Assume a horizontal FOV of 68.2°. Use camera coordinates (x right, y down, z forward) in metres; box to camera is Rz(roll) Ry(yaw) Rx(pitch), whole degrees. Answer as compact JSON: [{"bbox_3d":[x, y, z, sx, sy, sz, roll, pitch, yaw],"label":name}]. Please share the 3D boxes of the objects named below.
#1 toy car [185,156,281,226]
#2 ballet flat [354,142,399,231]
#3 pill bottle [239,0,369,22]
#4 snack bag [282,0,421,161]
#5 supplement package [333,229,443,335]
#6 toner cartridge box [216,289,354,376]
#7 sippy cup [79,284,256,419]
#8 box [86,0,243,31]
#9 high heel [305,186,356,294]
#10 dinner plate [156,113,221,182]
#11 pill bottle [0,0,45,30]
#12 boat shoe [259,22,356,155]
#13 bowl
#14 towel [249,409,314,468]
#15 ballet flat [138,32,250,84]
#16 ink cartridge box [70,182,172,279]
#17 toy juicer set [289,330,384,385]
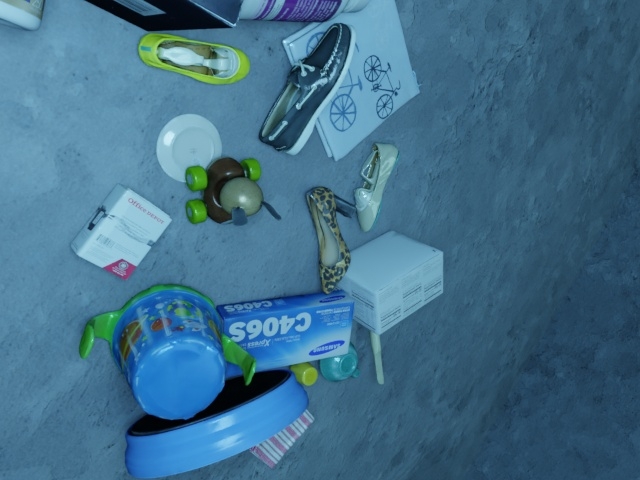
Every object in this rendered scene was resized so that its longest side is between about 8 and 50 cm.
[{"bbox_3d":[-0.166,-0.075,0.968,0.155,0.188,0.148,-16,129,-35],"label":"toy car"},{"bbox_3d":[0.134,-0.149,1.280,0.086,0.086,0.248,17,93,-43],"label":"ballet flat"},{"bbox_3d":[-0.043,-0.512,0.909,0.302,0.169,0.169,-16,118,-35],"label":"pill bottle"},{"bbox_3d":[0.094,-0.418,1.154,0.343,0.037,0.323,-42,130,-18],"label":"snack bag"},{"bbox_3d":[0.184,0.108,1.338,0.262,0.204,0.145,-26,124,-30],"label":"supplement package"},{"bbox_3d":[-0.088,0.231,1.207,0.348,0.075,0.165,-5,113,-26],"label":"toner cartridge box"},{"bbox_3d":[-0.292,0.229,0.942,0.306,0.224,0.239,-19,110,-20],"label":"sippy cup"},{"bbox_3d":[-0.220,-0.482,0.653,0.179,0.343,0.312,15,98,-42],"label":"box"},{"bbox_3d":[0.000,0.000,1.205,0.186,0.093,0.260,22,77,-49],"label":"high heel"},{"bbox_3d":[-0.264,-0.186,0.967,0.141,0.017,0.141,-18,120,-33],"label":"dinner plate"},{"bbox_3d":[-0.433,-0.435,0.623,0.153,0.153,0.264,8,103,-42],"label":"pill bottle"},{"bbox_3d":[-0.032,-0.324,1.001,0.091,0.114,0.302,16,113,-33],"label":"boat shoe"},{"bbox_3d":[-0.221,0.373,1.015,0.392,0.391,0.077,-15,86,-35],"label":"bowl"},{"bbox_3d":[-0.110,0.577,1.413,0.197,0.029,0.144,-44,131,-17],"label":"towel"},{"bbox_3d":[-0.222,-0.340,0.893,0.231,0.077,0.077,-5,110,-39],"label":"ballet flat"},{"bbox_3d":[-0.380,-0.017,0.907,0.150,0.063,0.109,-55,133,-8],"label":"ink cartridge box"},{"bbox_3d":[0.066,0.326,1.422,0.329,0.090,0.209,10,88,-34],"label":"toy juicer set"}]
